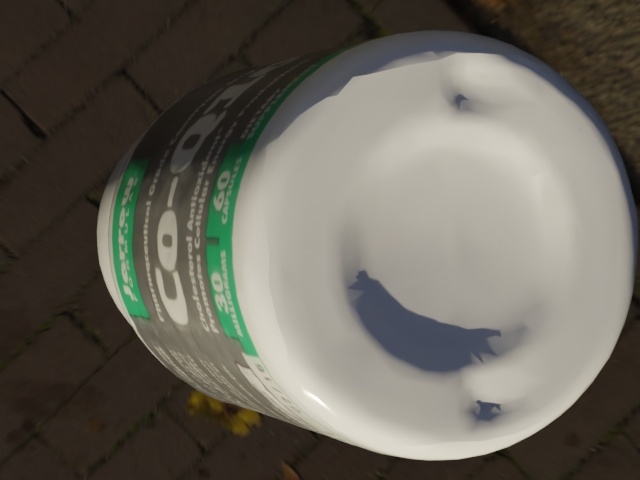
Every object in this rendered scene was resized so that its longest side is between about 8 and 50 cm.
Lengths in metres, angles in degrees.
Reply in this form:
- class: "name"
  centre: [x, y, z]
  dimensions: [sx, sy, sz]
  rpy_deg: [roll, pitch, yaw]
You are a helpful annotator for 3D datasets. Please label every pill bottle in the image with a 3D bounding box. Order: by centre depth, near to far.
- class: "pill bottle"
  centre: [0.000, 0.000, 0.963]
  dimensions: [0.204, 0.361, 0.204]
  rpy_deg: [0, 90, -20]
